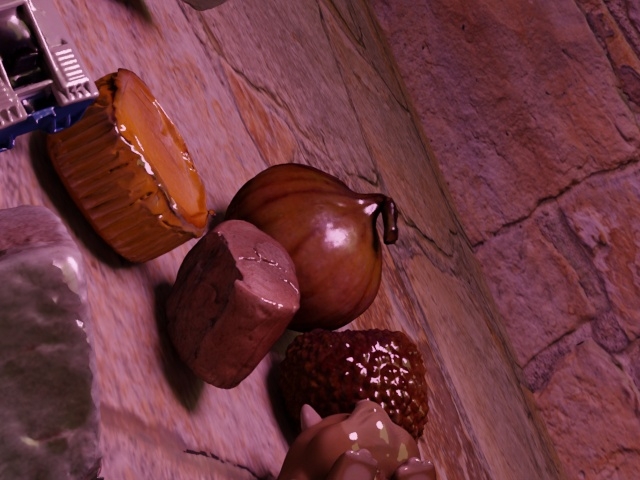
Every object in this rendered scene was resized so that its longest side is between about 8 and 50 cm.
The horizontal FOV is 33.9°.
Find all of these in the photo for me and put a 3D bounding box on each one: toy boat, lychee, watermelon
[{"bbox_3d":[-0.325,-0.235,0.969,0.129,0.088,0.295,-27,89,-34],"label":"toy boat"},{"bbox_3d":[0.044,0.198,1.304,0.188,0.188,0.188,54,18,-27],"label":"lychee"},{"bbox_3d":[-0.209,0.082,0.558,0.228,0.258,0.387,62,20,9],"label":"watermelon"}]

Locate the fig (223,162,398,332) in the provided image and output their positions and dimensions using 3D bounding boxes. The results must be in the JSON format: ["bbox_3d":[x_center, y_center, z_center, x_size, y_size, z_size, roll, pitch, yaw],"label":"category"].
[{"bbox_3d":[-0.015,0.008,1.382,0.235,0.214,0.235,37,-6,5],"label":"fig"}]

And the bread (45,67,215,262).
[{"bbox_3d":[-0.204,-0.074,1.107,0.199,0.104,0.199,59,13,-22],"label":"bread"}]

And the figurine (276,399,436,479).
[{"bbox_3d":[0.029,0.298,1.125,0.173,0.177,0.247,-174,-106,-67],"label":"figurine"}]

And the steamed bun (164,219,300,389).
[{"bbox_3d":[-0.101,0.066,1.121,0.106,0.145,0.175,30,18,-28],"label":"steamed bun"}]

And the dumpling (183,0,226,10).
[{"bbox_3d":[-0.245,-0.460,1.417,0.270,0.212,0.320,-16,89,-76],"label":"dumpling"}]
